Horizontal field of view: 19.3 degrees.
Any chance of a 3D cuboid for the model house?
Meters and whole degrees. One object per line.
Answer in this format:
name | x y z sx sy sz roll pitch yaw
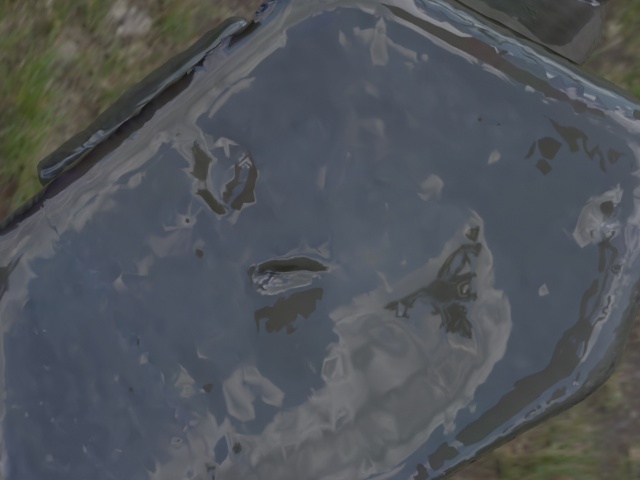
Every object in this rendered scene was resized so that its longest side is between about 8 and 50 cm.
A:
model house | -0.006 -0.003 0.527 0.229 0.188 0.122 -39 101 21
